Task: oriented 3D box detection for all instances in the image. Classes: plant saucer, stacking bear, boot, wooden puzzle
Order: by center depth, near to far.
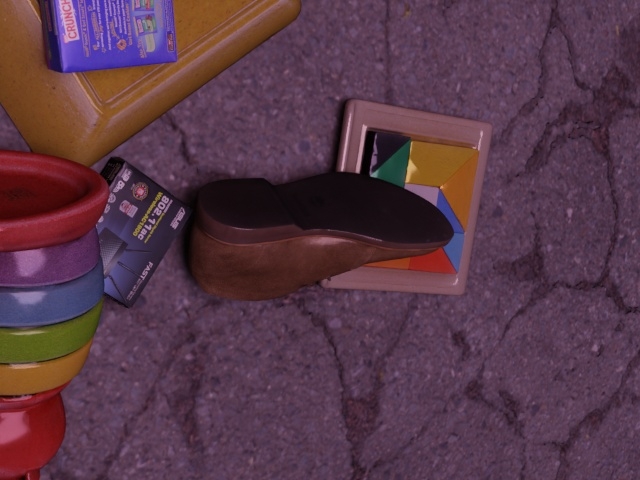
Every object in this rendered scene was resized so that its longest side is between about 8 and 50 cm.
[{"bbox_3d":[-0.276,0.081,0.869,0.164,0.175,0.289,-12,120,-43],"label":"stacking bear"},{"bbox_3d":[-0.183,-0.270,0.908,0.333,0.081,0.332,-40,121,-21],"label":"plant saucer"},{"bbox_3d":[0.000,0.000,1.079,0.305,0.112,0.115,-1,130,-26],"label":"boot"},{"bbox_3d":[0.111,-0.045,1.185,0.239,0.044,0.221,4,98,-36],"label":"wooden puzzle"}]

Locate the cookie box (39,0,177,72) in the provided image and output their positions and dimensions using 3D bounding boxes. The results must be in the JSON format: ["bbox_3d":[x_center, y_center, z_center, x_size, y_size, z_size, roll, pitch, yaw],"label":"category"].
[{"bbox_3d":[-0.182,-0.195,0.850,0.107,0.040,0.091,-12,107,-33],"label":"cookie box"}]

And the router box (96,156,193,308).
[{"bbox_3d":[-0.197,-0.007,0.981,0.092,0.038,0.122,38,78,-35],"label":"router box"}]
